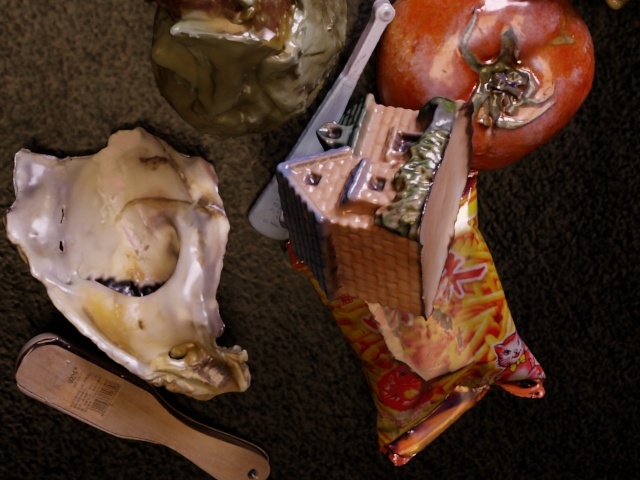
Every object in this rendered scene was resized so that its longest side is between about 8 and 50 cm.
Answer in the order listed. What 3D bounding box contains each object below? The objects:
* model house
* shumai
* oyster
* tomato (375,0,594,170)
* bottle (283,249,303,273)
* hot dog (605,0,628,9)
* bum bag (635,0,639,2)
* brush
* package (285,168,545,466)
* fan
[{"bbox_3d":[0.044,-0.049,0.871,0.172,0.183,0.166,12,146,19],"label":"model house"},{"bbox_3d":[-0.061,-0.213,0.832,0.189,0.218,0.256,8,101,-6],"label":"shumai"},{"bbox_3d":[-0.186,0.021,0.936,0.275,0.100,0.271,12,102,0],"label":"oyster"},{"bbox_3d":[0.179,-0.180,0.938,0.236,0.095,0.237,-3,107,-9],"label":"tomato"},{"bbox_3d":[0.000,0.000,0.994,0.083,0.030,0.030,-39,108,2],"label":"bottle"},{"bbox_3d":[0.328,-0.279,0.963,0.090,0.034,0.030,-42,104,-14],"label":"hot dog"},{"bbox_3d":[0.292,-0.283,0.893,0.248,0.102,0.069,3,131,-16],"label":"bum bag"},{"bbox_3d":[-0.192,0.192,1.011,0.327,0.065,0.070,35,92,-26],"label":"brush"},{"bbox_3d":[0.109,0.084,0.996,0.223,0.108,0.288,-23,98,-10],"label":"package"},{"bbox_3d":[0.008,-0.121,0.950,0.057,0.023,0.282,26,109,-16],"label":"fan"}]
